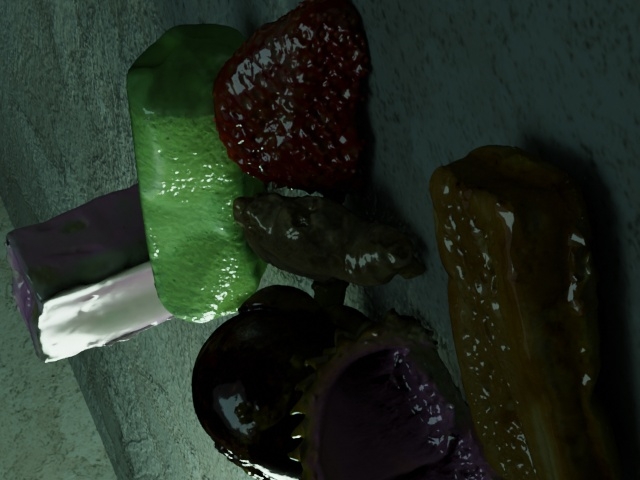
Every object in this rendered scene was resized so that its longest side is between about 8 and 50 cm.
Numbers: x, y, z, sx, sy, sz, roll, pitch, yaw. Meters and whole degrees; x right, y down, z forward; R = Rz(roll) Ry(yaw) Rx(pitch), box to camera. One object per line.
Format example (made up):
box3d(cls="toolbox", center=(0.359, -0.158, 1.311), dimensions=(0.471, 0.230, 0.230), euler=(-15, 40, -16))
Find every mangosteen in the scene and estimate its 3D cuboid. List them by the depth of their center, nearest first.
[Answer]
box3d(cls="mangosteen", center=(-0.018, 0.126, 1.521), dimensions=(0.192, 0.217, 0.192), euler=(29, 165, 9))

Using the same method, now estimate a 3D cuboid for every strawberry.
box3d(cls="strawberry", center=(-0.038, -0.120, 1.407), dimensions=(0.175, 0.106, 0.236), euler=(50, 153, 45))

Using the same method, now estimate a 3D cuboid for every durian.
box3d(cls="durian", center=(0.072, 0.226, 1.357), dimensions=(0.341, 0.191, 0.112), euler=(59, 174, 27))

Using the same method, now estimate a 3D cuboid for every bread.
box3d(cls="bread", center=(0.151, 0.069, 1.107), dimensions=(0.139, 0.077, 0.271), euler=(31, 139, 57))

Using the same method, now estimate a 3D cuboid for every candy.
box3d(cls="candy", center=(-0.120, -0.065, 1.637), dimensions=(0.343, 0.132, 0.142), euler=(89, 175, -48))
box3d(cls="candy", center=(-0.225, 0.028, 1.857), dimensions=(0.116, 0.265, 0.155), euler=(56, 158, 28))

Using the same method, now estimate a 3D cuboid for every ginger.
box3d(cls="ginger", center=(-0.005, -0.002, 1.416), dimensions=(0.213, 0.137, 0.074), euler=(18, 90, 67))
